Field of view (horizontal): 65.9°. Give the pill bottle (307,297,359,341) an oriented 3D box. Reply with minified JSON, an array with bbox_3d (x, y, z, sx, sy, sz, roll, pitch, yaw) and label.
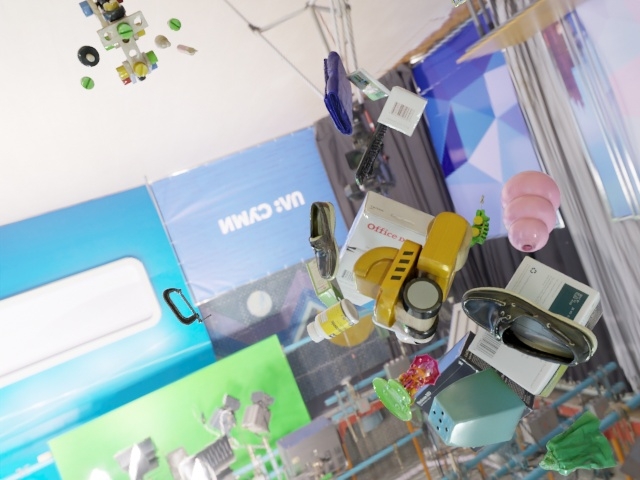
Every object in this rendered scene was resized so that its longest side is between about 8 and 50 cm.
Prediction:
[{"bbox_3d":[0.028,0.191,1.159,0.116,0.065,0.065,-34,176,18],"label":"pill bottle"}]

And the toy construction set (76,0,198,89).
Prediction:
[{"bbox_3d":[-0.486,-0.534,1.341,0.308,0.258,0.237,-12,-151,-31],"label":"toy construction set"}]

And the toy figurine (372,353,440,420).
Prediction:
[{"bbox_3d":[0.238,0.347,1.252,0.159,0.130,0.173,-35,158,-25],"label":"toy figurine"}]

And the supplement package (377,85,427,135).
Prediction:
[{"bbox_3d":[0.240,-0.376,1.426,0.179,0.105,0.105,-55,169,-68],"label":"supplement package"}]

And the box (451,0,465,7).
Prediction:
[{"bbox_3d":[0.377,-0.710,1.377,0.059,0.054,0.169,-26,-147,23],"label":"box"}]

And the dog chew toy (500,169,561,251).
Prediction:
[{"bbox_3d":[0.746,-0.096,1.769,0.206,0.206,0.332,-21,-145,42],"label":"dog chew toy"}]

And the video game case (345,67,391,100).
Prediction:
[{"bbox_3d":[0.190,-0.622,1.972,0.019,0.157,0.143,-58,-159,-5],"label":"video game case"}]

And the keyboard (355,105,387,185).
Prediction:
[{"bbox_3d":[0.219,-0.366,1.981,0.033,0.317,0.201,23,175,14],"label":"keyboard"}]

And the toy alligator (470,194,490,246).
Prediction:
[{"bbox_3d":[0.485,-0.052,1.484,0.051,0.190,0.056,16,160,21],"label":"toy alligator"}]

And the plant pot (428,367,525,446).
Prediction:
[{"bbox_3d":[0.469,0.534,1.536,0.234,0.166,0.166,-8,-147,-22],"label":"plant pot"}]

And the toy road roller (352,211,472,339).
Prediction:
[{"bbox_3d":[0.230,0.071,1.285,0.330,0.240,0.202,-59,158,-22],"label":"toy road roller"}]

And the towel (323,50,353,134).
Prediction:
[{"bbox_3d":[0.070,-0.611,2.051,0.076,0.308,0.228,-11,140,17],"label":"towel"}]

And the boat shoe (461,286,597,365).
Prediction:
[{"bbox_3d":[0.497,0.222,1.244,0.340,0.127,0.113,27,-145,33],"label":"boat shoe"}]

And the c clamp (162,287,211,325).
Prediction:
[{"bbox_3d":[-0.443,0.214,1.612,0.022,0.161,0.137,-37,-177,24],"label":"c clamp"}]

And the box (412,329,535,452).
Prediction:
[{"bbox_3d":[0.588,0.583,1.907,0.179,0.312,0.343,-42,167,-52],"label":"box"}]

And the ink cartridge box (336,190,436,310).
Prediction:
[{"bbox_3d":[0.225,0.057,1.804,0.166,0.285,0.395,-73,-175,-54],"label":"ink cartridge box"}]

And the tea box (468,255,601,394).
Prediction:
[{"bbox_3d":[0.655,0.269,1.487,0.329,0.220,0.323,-58,144,1],"label":"tea box"}]

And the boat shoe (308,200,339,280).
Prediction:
[{"bbox_3d":[0.001,-0.001,1.373,0.073,0.224,0.080,5,170,-44],"label":"boat shoe"}]

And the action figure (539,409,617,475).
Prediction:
[{"bbox_3d":[0.611,0.509,1.198,0.232,0.137,0.063,-3,147,-32],"label":"action figure"}]

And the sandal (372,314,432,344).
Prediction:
[{"bbox_3d":[0.295,0.301,1.705,0.102,0.076,0.265,-44,-149,-23],"label":"sandal"}]

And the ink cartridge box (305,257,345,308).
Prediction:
[{"bbox_3d":[0.025,0.162,1.646,0.062,0.209,0.109,-31,134,9],"label":"ink cartridge box"}]
